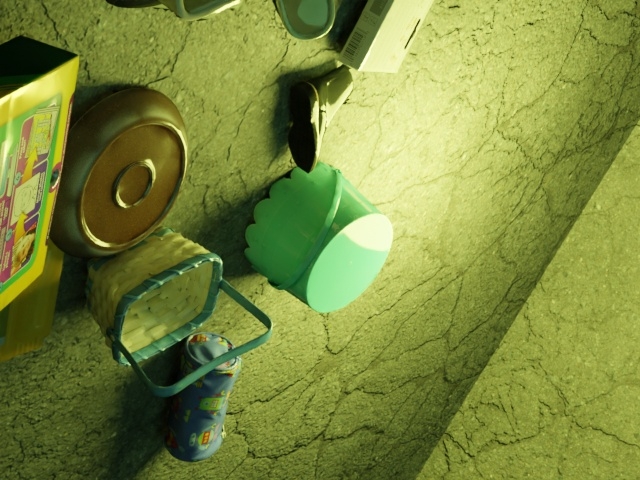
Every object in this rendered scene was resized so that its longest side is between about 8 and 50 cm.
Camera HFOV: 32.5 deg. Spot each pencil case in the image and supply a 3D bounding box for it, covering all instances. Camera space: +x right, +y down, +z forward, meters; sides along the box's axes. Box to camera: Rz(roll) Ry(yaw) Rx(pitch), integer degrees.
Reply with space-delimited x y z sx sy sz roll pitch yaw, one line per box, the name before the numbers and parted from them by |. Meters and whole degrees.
pencil case | -0.248 0.337 2.334 0.133 0.119 0.306 3 127 -18

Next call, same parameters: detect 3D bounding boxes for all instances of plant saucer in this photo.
plant saucer | -0.322 -0.099 1.814 0.310 0.050 0.310 -38 145 -33

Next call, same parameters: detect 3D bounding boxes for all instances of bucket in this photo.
bucket | 0.000 0.000 2.236 0.281 0.183 0.281 -32 143 -29

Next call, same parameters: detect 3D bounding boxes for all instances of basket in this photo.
basket | -0.259 0.125 1.937 0.255 0.289 0.201 -25 141 -33

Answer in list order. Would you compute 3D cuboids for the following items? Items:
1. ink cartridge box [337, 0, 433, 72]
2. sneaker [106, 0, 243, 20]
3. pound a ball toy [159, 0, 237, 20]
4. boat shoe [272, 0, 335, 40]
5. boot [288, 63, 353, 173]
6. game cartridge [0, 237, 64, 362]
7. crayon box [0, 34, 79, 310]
ink cartridge box | 0.132 -0.413 2.118 0.181 0.056 0.225 -62 165 18
sneaker | -0.208 -0.376 1.666 0.272 0.100 0.108 -19 142 -41
pound a ball toy | -0.173 -0.406 1.462 0.208 0.319 0.135 -32 144 -28
boat shoe | -0.048 -0.492 1.725 0.127 0.113 0.340 -18 118 -4
boot | 0.011 -0.235 2.116 0.137 0.077 0.198 -34 146 -34
game cartridge | -0.563 0.099 1.757 0.324 0.053 0.285 -16 135 -42
crayon box | -0.459 -0.062 1.473 0.313 0.106 0.362 -59 166 -65
